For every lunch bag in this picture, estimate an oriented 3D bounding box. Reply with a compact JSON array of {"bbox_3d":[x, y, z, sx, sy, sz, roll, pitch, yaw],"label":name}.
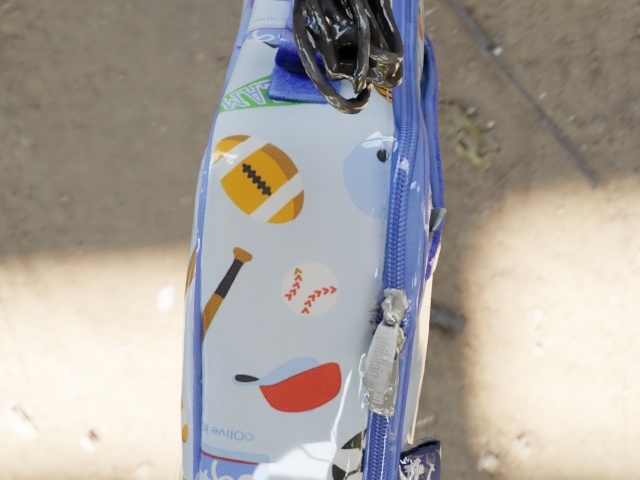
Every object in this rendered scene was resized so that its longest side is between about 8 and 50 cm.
[{"bbox_3d":[0.000,0.000,0.847,0.115,0.303,0.243,5,116,-1],"label":"lunch bag"}]

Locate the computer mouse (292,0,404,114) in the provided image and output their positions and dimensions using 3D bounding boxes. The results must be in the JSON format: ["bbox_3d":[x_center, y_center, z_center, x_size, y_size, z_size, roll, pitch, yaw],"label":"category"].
[{"bbox_3d":[-0.068,-0.165,0.594,0.262,0.184,0.060,26,131,-30],"label":"computer mouse"}]
